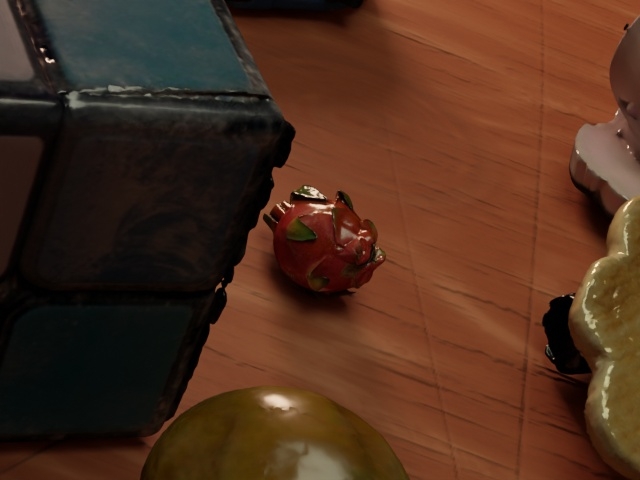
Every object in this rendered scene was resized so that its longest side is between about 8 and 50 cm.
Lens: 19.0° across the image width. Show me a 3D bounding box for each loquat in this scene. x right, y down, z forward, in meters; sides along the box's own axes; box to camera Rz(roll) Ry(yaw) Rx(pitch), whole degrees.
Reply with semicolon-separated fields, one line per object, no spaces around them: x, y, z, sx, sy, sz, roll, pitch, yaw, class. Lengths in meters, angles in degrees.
-0.032;0.204;1.205;0.213;0.213;0.213;15;38;-12;loquat

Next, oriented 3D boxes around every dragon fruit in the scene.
-0.002;-0.002;1.555;0.081;0.086;0.116;-43;57;-11;dragon fruit

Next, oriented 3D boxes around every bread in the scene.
0.325;0.108;1.547;0.316;0.054;0.316;14;61;-26;bread

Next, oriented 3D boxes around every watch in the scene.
0.364;-0.127;1.779;0.244;0.231;0.196;0;46;-33;watch

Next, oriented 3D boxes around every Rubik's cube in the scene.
-0.246;-0.071;1.311;0.318;0.316;0.313;2;42;-28;Rubik's cube

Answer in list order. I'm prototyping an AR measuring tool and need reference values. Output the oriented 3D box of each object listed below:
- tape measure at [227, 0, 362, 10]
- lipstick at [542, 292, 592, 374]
-0.059;-0.362;1.941;0.215;0.098;0.351;-1;46;-26;tape measure
0.369;0.064;1.677;0.418;0.077;0.077;-5;45;-34;lipstick
